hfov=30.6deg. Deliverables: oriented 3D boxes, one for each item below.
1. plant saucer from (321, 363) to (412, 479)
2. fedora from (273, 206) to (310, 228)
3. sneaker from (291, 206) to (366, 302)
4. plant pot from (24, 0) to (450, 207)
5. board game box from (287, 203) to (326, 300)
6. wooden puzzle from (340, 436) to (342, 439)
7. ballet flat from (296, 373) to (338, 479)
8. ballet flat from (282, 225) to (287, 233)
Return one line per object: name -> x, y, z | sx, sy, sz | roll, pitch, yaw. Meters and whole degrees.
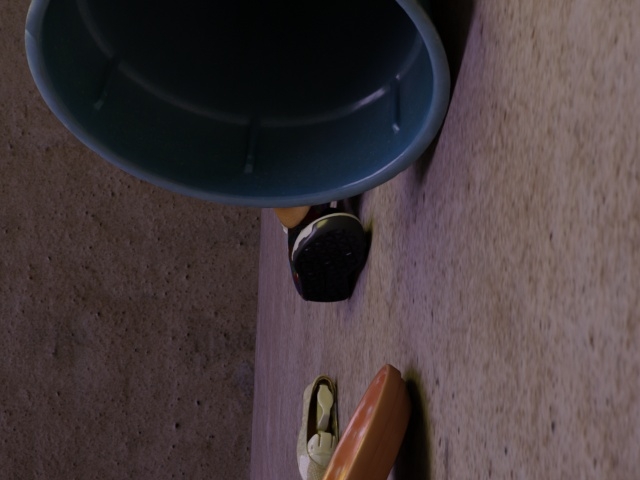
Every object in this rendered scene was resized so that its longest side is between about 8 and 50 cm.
plant saucer -> 0.032, 0.208, 1.052 | 0.200, 0.037, 0.200 | 25, -90, -89
fedora -> -0.002, -0.103, 1.461 | 0.194, 0.079, 0.194 | -173, 90, -69
sneaker -> 0.004, -0.001, 1.416 | 0.234, 0.084, 0.097 | 107, 164, -68
plant pot -> -0.051, -0.262, 1.028 | 0.341, 0.341, 0.334 | 101, 176, -57
board game box -> 0.000, 0.000, 1.572 | 0.168, 0.033, 0.133 | -58, -38, -57
wooden puzzle -> 0.030, 0.276, 1.435 | 0.116, 0.014, 0.078 | 107, 163, -65
ballet flat -> -0.002, 0.254, 1.552 | 0.052, 0.057, 0.168 | 114, 158, -49
ballet flat -> -0.025, -0.050, 1.752 | 0.203, 0.074, 0.074 | 99, 170, -49
